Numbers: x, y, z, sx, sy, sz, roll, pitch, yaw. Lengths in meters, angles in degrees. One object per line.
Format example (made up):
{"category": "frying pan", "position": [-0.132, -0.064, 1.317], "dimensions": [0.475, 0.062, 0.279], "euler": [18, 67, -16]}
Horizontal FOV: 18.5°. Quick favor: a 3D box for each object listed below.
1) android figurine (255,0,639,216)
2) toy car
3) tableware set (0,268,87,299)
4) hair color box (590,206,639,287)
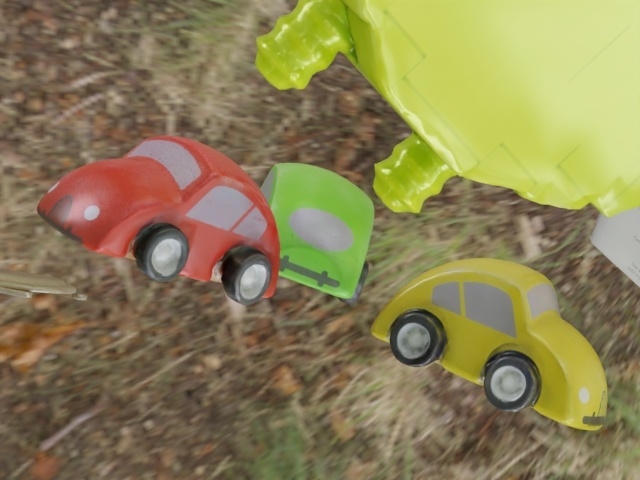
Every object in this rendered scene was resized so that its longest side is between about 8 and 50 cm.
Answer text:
{"category": "android figurine", "position": [0.103, -0.118, 0.567], "dimensions": [0.273, 0.056, 0.248], "euler": [-43, 128, 6]}
{"category": "toy car", "position": [0.000, 0.000, 0.836], "dimensions": [0.239, 0.225, 0.053], "euler": [21, 96, -10]}
{"category": "tableware set", "position": [-0.217, 0.020, 1.036], "dimensions": [0.141, 0.168, 0.020], "euler": [10, 92, 29]}
{"category": "hair color box", "position": [0.297, -0.086, 1.168], "dimensions": [0.174, 0.105, 0.347], "euler": [46, 141, 29]}
